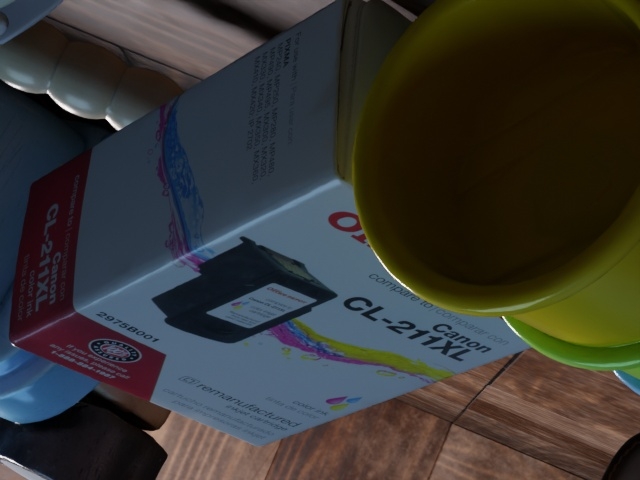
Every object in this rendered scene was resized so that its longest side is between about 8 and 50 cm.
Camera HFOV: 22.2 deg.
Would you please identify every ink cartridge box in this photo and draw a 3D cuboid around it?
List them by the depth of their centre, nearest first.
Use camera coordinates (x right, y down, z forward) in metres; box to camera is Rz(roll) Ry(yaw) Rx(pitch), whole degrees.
[{"bbox_3d":[-0.007,0.002,0.580,0.127,0.072,0.175,28,143,-35],"label":"ink cartridge box"}]

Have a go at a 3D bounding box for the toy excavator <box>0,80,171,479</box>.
[{"bbox_3d":[-0.307,-0.052,1.017,0.433,0.222,0.445,14,159,43],"label":"toy excavator"}]

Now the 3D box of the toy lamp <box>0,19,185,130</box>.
[{"bbox_3d":[-0.135,-0.080,0.659,0.274,0.080,0.080,24,173,-3],"label":"toy lamp"}]

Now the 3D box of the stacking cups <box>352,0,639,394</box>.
[{"bbox_3d":[0.136,0.013,0.519,0.096,0.096,0.316,17,176,39],"label":"stacking cups"}]

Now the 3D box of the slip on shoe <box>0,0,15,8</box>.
[{"bbox_3d":[-0.155,-0.111,0.392,0.331,0.123,0.101,12,138,36],"label":"slip on shoe"}]

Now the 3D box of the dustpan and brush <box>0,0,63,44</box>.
[{"bbox_3d":[-0.173,-0.060,0.517,0.211,0.060,0.147,-16,172,-3],"label":"dustpan and brush"}]

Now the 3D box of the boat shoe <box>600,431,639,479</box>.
[{"bbox_3d":[0.261,0.128,0.853,0.130,0.132,0.355,37,159,-23],"label":"boat shoe"}]
